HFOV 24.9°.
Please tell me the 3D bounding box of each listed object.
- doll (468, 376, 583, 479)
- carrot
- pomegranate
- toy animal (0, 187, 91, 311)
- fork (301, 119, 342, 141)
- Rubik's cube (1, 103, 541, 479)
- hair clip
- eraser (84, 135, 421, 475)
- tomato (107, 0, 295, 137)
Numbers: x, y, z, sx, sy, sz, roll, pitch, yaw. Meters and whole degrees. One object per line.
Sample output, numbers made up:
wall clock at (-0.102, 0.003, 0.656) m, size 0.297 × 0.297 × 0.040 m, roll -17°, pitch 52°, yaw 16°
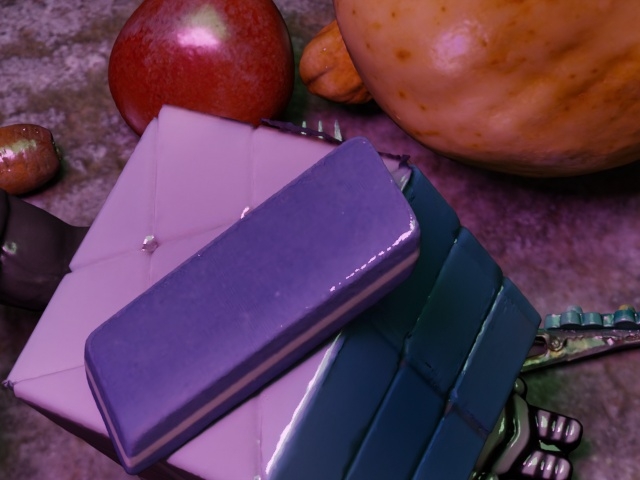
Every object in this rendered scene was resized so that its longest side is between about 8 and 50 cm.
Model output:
doll at (0.081, 0.129, 1.068) m, size 0.219 × 0.067 × 0.091 m, roll 14°, pitch 75°, yaw 14°
carrot at (-0.310, -0.055, 1.219) m, size 0.186 × 0.060 × 0.060 m, roll -14°, pitch 57°, yaw -4°
pomegranate at (0.155, -0.219, 1.142) m, size 0.410 × 0.410 × 0.410 m, roll -1°, pitch 56°, yaw 2°
toy animal at (-0.188, 0.032, 1.088) m, size 0.114 × 0.245 × 0.146 m, roll -41°, pitch 37°, yaw 22°
fork at (0.000, 0.001, 1.187) m, size 0.039 × 0.021 × 0.235 m, roll -4°, pitch 57°, yaw 6°
Rubik's cube at (-0.025, 0.073, 0.954) m, size 0.221 × 0.224 × 0.231 m, roll 17°, pitch 72°, yaw 37°
hair clip at (0.229, 0.069, 1.112) m, size 0.172 × 0.049 × 0.049 m, roll -6°, pitch 56°, yaw 1°
eraser at (-0.043, 0.037, 0.817) m, size 0.225 × 0.036 × 0.082 m, roll -37°, pitch 53°, yaw 8°
tomato at (-0.098, -0.151, 1.216) m, size 0.167 × 0.167 × 0.167 m, roll -1°, pitch 56°, yaw 2°
